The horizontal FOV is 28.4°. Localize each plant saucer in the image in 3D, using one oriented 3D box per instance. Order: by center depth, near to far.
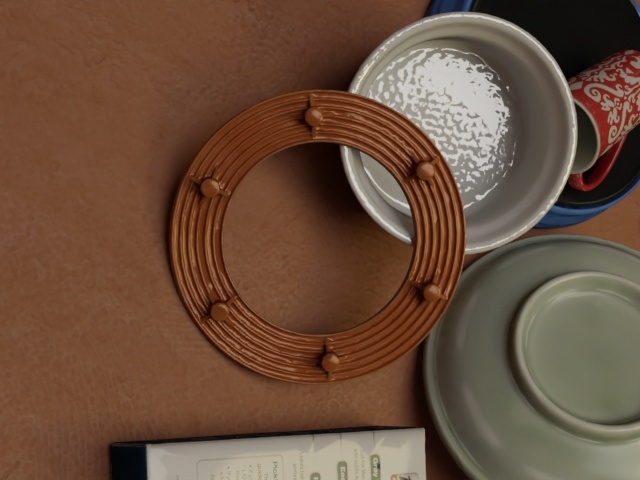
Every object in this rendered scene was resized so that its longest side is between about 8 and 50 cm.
[{"bbox_3d":[0.326,0.151,1.528,0.400,0.100,0.400,2,61,-4],"label":"plant saucer"}]

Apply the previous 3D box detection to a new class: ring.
[{"bbox_3d":[0.000,0.000,1.414,0.337,0.032,0.336,-1,97,-8],"label":"ring"}]

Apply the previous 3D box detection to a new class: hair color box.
[{"bbox_3d":[-0.050,0.298,1.388,0.347,0.105,0.174,2,82,-31],"label":"hair color box"}]

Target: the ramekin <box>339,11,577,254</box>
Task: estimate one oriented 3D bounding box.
[{"bbox_3d":[0.151,-0.128,1.500,0.277,0.135,0.277,-1,98,-7],"label":"ramekin"}]

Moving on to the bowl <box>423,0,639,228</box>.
[{"bbox_3d":[0.308,-0.212,1.695,0.391,0.077,0.391,5,81,-31],"label":"bowl"}]

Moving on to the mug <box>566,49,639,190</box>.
[{"bbox_3d":[0.349,-0.159,1.624,0.113,0.150,0.169,41,53,20],"label":"mug"}]
